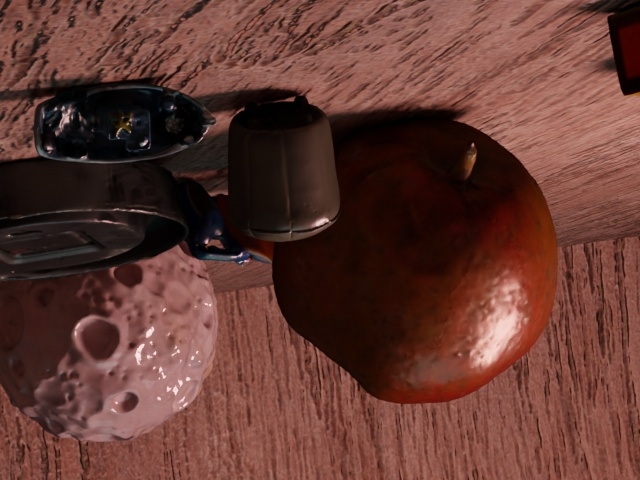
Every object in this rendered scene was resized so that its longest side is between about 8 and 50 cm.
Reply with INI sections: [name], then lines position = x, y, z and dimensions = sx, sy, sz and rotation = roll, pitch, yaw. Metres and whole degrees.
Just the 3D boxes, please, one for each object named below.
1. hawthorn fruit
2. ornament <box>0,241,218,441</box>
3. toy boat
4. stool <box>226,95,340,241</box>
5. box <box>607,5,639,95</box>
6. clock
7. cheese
[hawthorn fruit]
position = 0.103, -0.003, 1.890
dimensions = 0.277, 0.277, 0.298
rotation = -7, 143, -21
[ornament]
position = -0.241, 0.090, 2.114
dimensions = 0.225, 0.259, 0.259
rotation = 5, 167, -41
[toy boat]
position = -0.147, -0.086, 1.473
dimensions = 0.137, 0.060, 0.061
rotation = -3, -166, -23
[stool]
position = -0.032, -0.059, 1.645
dimensions = 0.096, 0.110, 0.096
rotation = -2, -158, 1
[box]
position = 0.355, -0.160, 1.531
dimensions = 0.239, 0.074, 0.153
rotation = -5, 177, -44
[clock]
position = -0.265, -0.017, 1.876
dimensions = 0.280, 0.055, 0.280
rotation = -7, 167, -2
[cheese]
position = 0.000, 0.000, 2.096
dimensions = 0.329, 0.217, 0.129
rotation = 9, 124, -27
